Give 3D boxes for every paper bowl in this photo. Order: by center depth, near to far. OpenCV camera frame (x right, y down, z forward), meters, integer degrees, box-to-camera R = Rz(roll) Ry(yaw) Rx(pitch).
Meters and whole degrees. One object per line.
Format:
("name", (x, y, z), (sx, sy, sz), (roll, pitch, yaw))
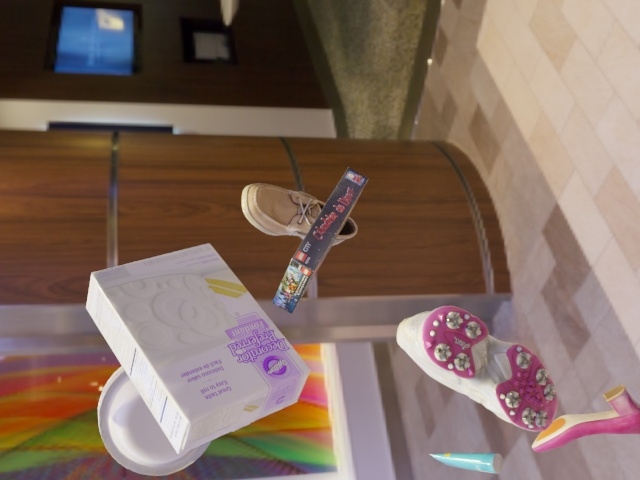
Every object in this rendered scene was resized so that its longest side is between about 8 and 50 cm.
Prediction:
("paper bowl", (-0.388, 0.421, 1.838), (0.148, 0.284, 0.284), (-176, 85, -73))

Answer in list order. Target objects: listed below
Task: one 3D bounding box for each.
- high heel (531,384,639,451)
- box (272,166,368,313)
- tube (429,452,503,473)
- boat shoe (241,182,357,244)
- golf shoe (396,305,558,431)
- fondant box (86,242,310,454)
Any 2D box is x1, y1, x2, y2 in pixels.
("high heel", (0.579, 0.415, 1.630), (0.117, 0.244, 0.082), (54, -170, -2))
("box", (0.000, 0.000, 1.360), (0.233, 0.044, 0.159), (-59, -2, -35))
("tube", (0.407, 0.616, 2.126), (0.207, 0.080, 0.052), (-12, 45, 44))
("boat shoe", (-0.046, -0.068, 1.849), (0.110, 0.341, 0.122), (-12, 71, 39))
("golf shoe", (0.250, 0.201, 1.217), (0.115, 0.306, 0.140), (-59, 21, -19))
("fondant box", (-0.209, 0.165, 1.282), (0.330, 0.238, 0.096), (48, 135, 29))
